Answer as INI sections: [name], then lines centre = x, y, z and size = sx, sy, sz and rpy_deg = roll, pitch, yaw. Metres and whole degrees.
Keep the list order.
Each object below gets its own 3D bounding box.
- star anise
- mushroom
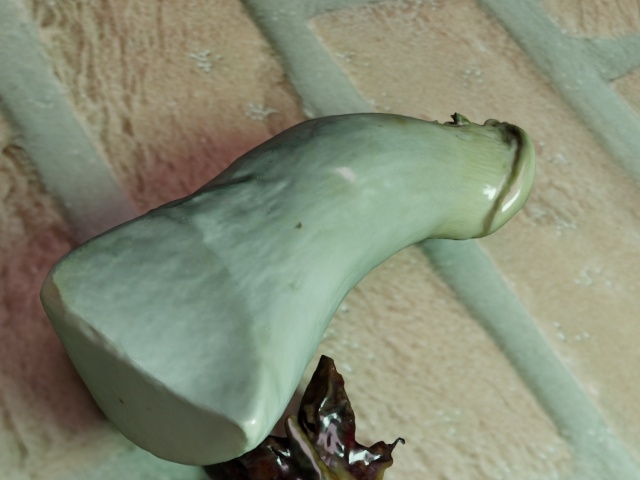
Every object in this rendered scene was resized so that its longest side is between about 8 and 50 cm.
[star anise]
centre = -0.017, 0.163, 0.757
size = 0.157, 0.053, 0.212
rpy_deg = 11, 51, -13
[mushroom]
centre = 0.001, 0.000, 0.840
size = 0.177, 0.126, 0.397
rpy_deg = 26, 42, 25
